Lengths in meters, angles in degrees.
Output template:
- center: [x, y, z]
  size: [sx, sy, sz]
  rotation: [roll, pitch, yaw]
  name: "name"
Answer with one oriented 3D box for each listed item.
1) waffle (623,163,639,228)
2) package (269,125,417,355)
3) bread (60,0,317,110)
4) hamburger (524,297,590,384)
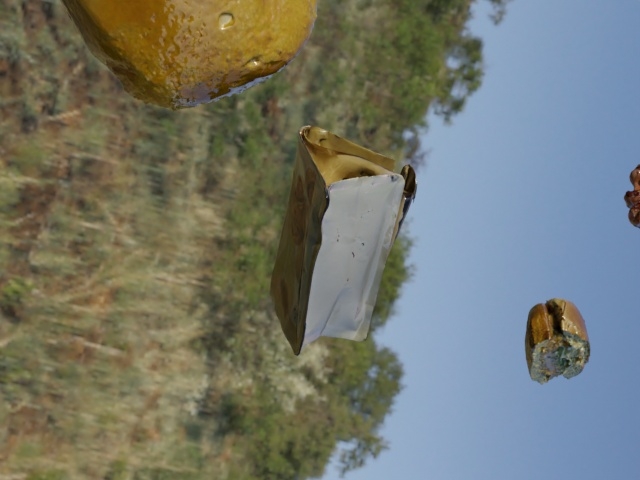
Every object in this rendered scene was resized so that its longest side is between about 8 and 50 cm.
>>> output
- center: [0.530, -0.032, 1.301]
  size: [0.221, 0.234, 0.055]
  rotation: [-50, 171, -36]
  name: "waffle"
- center: [0.033, 0.003, 1.503]
  size: [0.221, 0.165, 0.311]
  rotation: [-116, -147, -56]
  name: "package"
- center: [-0.180, -0.378, 1.248]
  size: [0.250, 0.361, 0.394]
  rotation: [-109, 176, -68]
  name: "bread"
- center: [0.540, 0.214, 2.159]
  size: [0.283, 0.144, 0.156]
  rotation: [70, 19, -58]
  name: "hamburger"
